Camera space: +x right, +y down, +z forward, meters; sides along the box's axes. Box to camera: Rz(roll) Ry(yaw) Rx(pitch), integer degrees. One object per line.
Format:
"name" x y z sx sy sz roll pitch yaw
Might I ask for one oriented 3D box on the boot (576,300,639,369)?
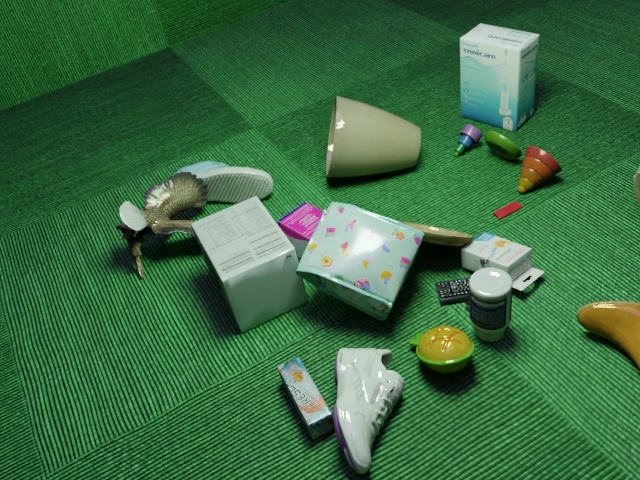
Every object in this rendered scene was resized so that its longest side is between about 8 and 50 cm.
"boot" 0.684 0.244 1.347 0.295 0.104 0.211 11 45 19

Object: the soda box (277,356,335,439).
"soda box" -0.033 0.349 1.435 0.058 0.062 0.183 -23 42 -14

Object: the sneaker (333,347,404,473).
"sneaker" 0.105 0.342 1.368 0.152 0.114 0.305 -7 41 8

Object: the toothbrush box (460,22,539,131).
"toothbrush box" 0.581 -0.534 2.113 0.216 0.295 0.126 26 54 36

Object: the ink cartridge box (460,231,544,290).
"ink cartridge box" 0.461 0.050 1.632 0.104 0.061 0.181 -31 37 -30

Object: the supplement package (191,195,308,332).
"supplement package" -0.188 0.058 1.700 0.198 0.199 0.262 -25 42 -13

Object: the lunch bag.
"lunch bag" 0.093 0.042 1.604 0.262 0.160 0.223 23 71 10

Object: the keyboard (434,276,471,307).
"keyboard" 0.385 0.126 1.618 0.180 0.023 0.108 -10 41 4

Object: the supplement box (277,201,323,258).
"supplement box" 0.000 0.000 1.788 0.114 0.111 0.220 -36 47 -26

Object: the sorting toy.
"sorting toy" 0.545 -0.242 1.964 0.366 0.127 0.126 35 89 44

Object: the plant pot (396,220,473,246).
"plant pot" 0.285 -0.018 1.713 0.237 0.032 0.236 9 6 -1

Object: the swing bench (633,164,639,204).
"swing bench" 0.986 -0.179 1.716 0.255 0.165 0.253 10 46 31

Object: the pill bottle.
"pill bottle" 0.388 0.152 1.474 0.094 0.169 0.094 -7 40 6

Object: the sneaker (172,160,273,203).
"sneaker" -0.321 -0.211 2.090 0.366 0.135 0.150 0 45 13

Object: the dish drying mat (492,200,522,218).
"dish drying mat" 0.532 -0.086 1.834 0.083 0.008 0.032 -26 43 -17

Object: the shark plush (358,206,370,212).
"shark plush" 0.123 -0.057 1.870 0.067 0.073 0.161 -48 50 5

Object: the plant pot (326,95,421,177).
"plant pot" 0.168 -0.312 2.028 0.274 0.256 0.256 5 41 -3

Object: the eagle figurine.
"eagle figurine" -0.443 -0.062 1.915 0.299 0.226 0.225 -24 22 -6

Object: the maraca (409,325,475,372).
"maraca" 0.274 0.239 1.464 0.127 0.099 0.186 -15 15 -11
